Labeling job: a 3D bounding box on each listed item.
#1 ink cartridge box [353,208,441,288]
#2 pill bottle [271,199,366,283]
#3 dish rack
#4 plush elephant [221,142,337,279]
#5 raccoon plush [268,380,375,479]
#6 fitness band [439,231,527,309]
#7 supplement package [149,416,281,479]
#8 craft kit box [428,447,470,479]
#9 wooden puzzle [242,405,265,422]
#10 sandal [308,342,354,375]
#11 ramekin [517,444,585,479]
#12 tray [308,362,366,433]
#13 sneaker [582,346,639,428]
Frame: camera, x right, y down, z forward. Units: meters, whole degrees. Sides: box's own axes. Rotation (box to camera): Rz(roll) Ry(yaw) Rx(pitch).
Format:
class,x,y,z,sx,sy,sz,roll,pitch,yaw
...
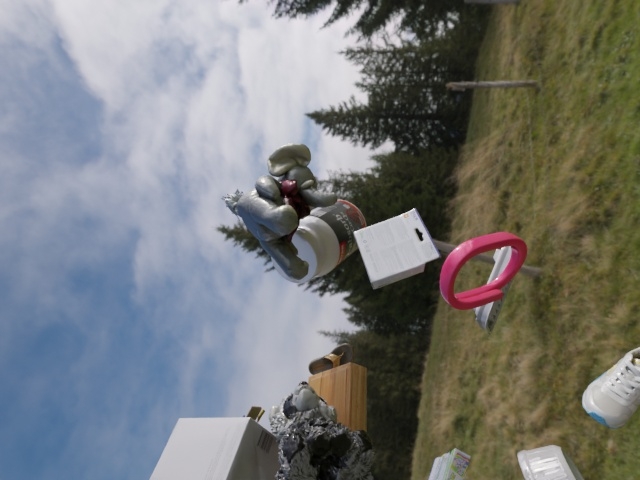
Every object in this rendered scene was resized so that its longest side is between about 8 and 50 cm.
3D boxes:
class,x,y,z,sx,sy,sz,roll,pitch,yaw
ink cartridge box,0.237,0.023,1.350,0.045,0.223,0.224,62,-170,-47
pill bottle,0.000,0.000,1.453,0.363,0.210,0.211,-34,-47,-56
dish rack,0.665,0.180,1.619,0.333,0.072,0.285,-65,-30,-9
plush elephant,-0.081,-0.103,1.166,0.255,0.330,0.272,-37,-40,-20
raccoon plush,-0.048,0.572,1.002,0.299,0.215,0.447,160,126,-69
fitness band,0.449,0.082,1.177,0.054,0.290,0.209,43,139,52
supplement package,-0.267,0.590,1.131,0.178,0.292,0.175,51,-141,-30
craft kit box,0.359,0.774,1.286,0.250,0.060,0.247,-59,-18,-29
wooden puzzle,-0.242,0.618,1.502,0.079,0.014,0.116,-61,-33,-16
sandal,0.033,0.398,1.400,0.072,0.180,0.049,64,-163,10
ramekin,0.725,0.751,1.279,0.273,0.127,0.273,48,-161,-23
tray,0.034,0.572,1.194,0.076,0.202,0.412,27,-131,-29
sneaker,0.609,0.283,0.854,0.228,0.087,0.092,-25,-47,-29
